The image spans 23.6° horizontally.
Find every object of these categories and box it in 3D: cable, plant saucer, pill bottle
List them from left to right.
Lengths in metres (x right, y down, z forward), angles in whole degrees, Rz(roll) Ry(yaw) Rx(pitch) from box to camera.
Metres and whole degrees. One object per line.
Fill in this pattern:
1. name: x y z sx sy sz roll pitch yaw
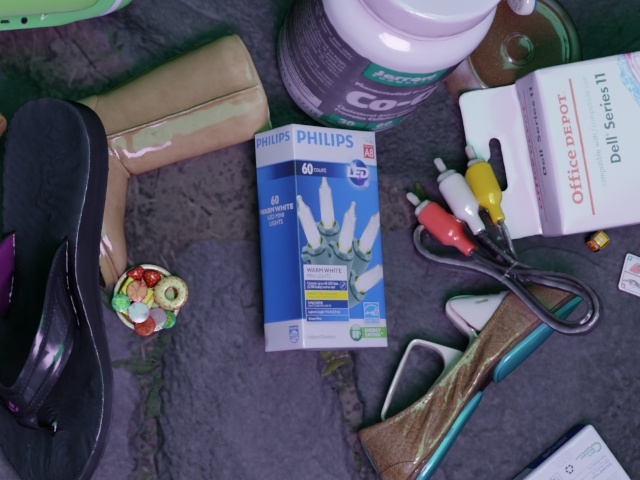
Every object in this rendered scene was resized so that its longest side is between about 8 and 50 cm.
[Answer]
1. pill bottle: 0.080 -0.264 1.734 0.204 0.361 0.204 3 77 -12
2. cable: 0.206 0.019 1.822 0.139 0.072 0.287 -40 56 3
3. plant saucer: 0.246 -0.240 1.945 0.198 0.036 0.198 1 84 -13

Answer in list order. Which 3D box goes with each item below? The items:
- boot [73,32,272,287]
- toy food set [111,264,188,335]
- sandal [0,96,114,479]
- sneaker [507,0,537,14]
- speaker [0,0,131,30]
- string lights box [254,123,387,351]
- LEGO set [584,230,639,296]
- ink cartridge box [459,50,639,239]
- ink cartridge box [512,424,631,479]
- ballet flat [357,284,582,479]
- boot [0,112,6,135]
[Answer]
1. boot: -0.179 -0.098 1.801 0.269 0.089 0.236 -21 88 -16
2. toy food set: -0.203 0.070 1.808 0.083 0.020 0.082 31 77 -8
3. sandal: -0.322 0.065 1.689 0.107 0.167 0.446 -1 90 -57
4. sneaker: 0.273 -0.336 1.924 0.084 0.058 0.152 4 42 -13
5. speaker: -0.352 -0.304 1.717 0.296 0.131 0.131 -12 85 -39
6. string lights box: 0.000 0.000 1.812 0.133 0.077 0.260 2 82 -40
7. LEGO set: 0.464 -0.004 1.957 0.244 0.060 0.182 20 75 -10
8. ink cartridge box: 0.364 -0.120 1.869 0.353 0.119 0.207 -11 91 -6
9. ink cartridge box: 0.307 0.378 1.876 0.223 0.045 0.224 -36 93 -14
10. ballet flat: 0.170 0.147 1.854 0.124 0.116 0.342 40 79 14
11. boot: -0.509 -0.138 1.725 0.262 0.095 0.203 -35 79 6
